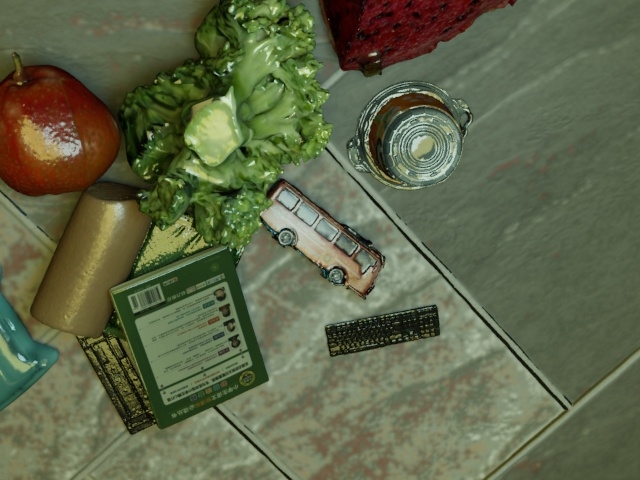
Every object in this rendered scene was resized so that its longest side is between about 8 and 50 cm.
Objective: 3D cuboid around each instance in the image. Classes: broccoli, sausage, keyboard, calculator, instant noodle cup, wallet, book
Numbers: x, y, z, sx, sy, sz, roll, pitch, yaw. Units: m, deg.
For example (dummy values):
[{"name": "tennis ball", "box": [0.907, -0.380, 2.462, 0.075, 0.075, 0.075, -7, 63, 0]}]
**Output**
[{"name": "broccoli", "box": [-0.138, -0.170, 1.619, 0.277, 0.317, 0.338, 45, 128, -12]}, {"name": "sausage", "box": [-0.356, 0.023, 1.719, 0.123, 0.123, 0.252, 23, 100, -11]}, {"name": "keyboard", "box": [0.107, 0.154, 1.852, 0.196, 0.018, 0.060, -11, 108, -2]}, {"name": "calculator", "box": [-0.645, 0.210, 1.777, 0.386, 0.054, 0.256, -28, 106, 6]}, {"name": "instant noodle cup", "box": [0.153, -0.155, 1.718, 0.208, 0.125, 0.177, -36, 106, 5]}, {"name": "keyboard", "box": [-0.339, 0.231, 1.830, 0.061, 0.013, 0.204, -25, 105, 1]}, {"name": "wallet", "box": [-0.236, 0.071, 1.777, 0.160, 0.055, 0.236, 22, 98, -16]}, {"name": "book", "box": [-0.207, 0.156, 1.758, 0.202, 0.027, 0.264, -23, 116, -17]}]

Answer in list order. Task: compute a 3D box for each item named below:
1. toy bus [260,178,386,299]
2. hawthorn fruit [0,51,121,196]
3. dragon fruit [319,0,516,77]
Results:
[{"name": "toy bus", "box": [0.000, 0.000, 1.774, 0.235, 0.073, 0.096, 36, 92, -12]}, {"name": "hawthorn fruit", "box": [-0.412, -0.178, 1.610, 0.197, 0.196, 0.225, -19, 123, -1]}, {"name": "dragon fruit", "box": [0.153, -0.377, 1.604, 0.330, 0.240, 0.302, 2, 123, 1]}]
